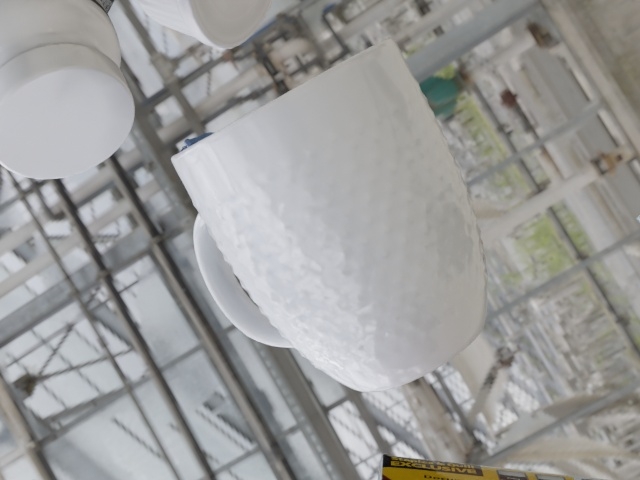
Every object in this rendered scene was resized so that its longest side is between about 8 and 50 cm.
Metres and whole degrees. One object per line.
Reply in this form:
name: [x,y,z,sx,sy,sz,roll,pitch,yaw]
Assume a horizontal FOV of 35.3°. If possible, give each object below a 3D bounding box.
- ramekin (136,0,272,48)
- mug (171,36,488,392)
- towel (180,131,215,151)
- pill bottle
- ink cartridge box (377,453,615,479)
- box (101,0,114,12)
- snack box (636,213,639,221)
ramekin: [-0.172,-0.424,1.457,0.273,0.127,0.272,-44,-38,-50]
mug: [0.000,0.000,1.142,0.276,0.374,0.328,-38,-78,-49]
towel: [-0.128,-0.109,1.367,0.119,0.029,0.067,32,-141,32]
pill bottle: [-0.370,-0.260,1.235,0.210,0.210,0.363,40,-163,-56]
ink cartridge box: [0.198,0.285,0.890,0.272,0.310,0.130,-63,-21,-82]
box: [-0.416,-0.353,1.510,0.184,0.190,0.045,26,178,10]
snack box: [0.467,-0.039,1.063,0.060,0.187,0.322,32,-167,-13]
